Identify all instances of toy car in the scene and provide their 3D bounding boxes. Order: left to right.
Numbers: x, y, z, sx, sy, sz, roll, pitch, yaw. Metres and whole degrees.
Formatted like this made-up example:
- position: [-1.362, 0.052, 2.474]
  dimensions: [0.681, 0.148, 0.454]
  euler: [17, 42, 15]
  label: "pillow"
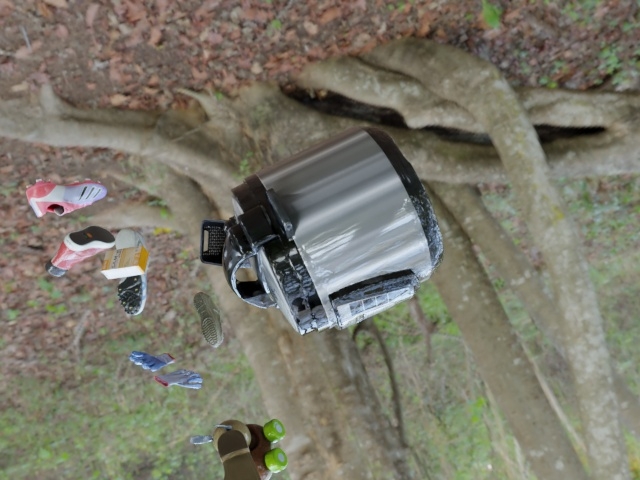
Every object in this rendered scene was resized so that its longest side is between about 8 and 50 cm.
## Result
- position: [-0.196, 0.471, 1.686]
  dimensions: [0.155, 0.148, 0.188]
  euler: [-34, 130, 24]
  label: "toy car"

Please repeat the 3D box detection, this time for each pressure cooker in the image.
- position: [-0.003, -0.004, 1.539]
  dimensions: [0.421, 0.369, 0.375]
  euler: [-25, -156, -8]
  label: "pressure cooker"

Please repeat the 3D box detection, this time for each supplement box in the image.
- position: [-0.463, 0.052, 1.752]
  dimensions: [0.099, 0.062, 0.036]
  euler: [-9, 141, 14]
  label: "supplement box"

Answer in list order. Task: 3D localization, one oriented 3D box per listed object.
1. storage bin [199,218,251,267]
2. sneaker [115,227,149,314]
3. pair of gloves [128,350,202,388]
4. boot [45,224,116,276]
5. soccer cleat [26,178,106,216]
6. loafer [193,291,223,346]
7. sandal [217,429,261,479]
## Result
- position: [-0.240, 0.007, 1.973]
  dimensions: [0.084, 0.122, 0.180]
  euler: [0, -176, -39]
  label: "storage bin"
- position: [-0.470, 0.079, 1.885]
  dimensions: [0.085, 0.237, 0.086]
  euler: [-22, 153, 23]
  label: "sneaker"
- position: [-0.406, 0.341, 1.959]
  dimensions: [0.159, 0.198, 0.023]
  euler: [7, 107, -63]
  label: "pair of gloves"
- position: [-0.795, 0.043, 2.433]
  dimensions: [0.176, 0.088, 0.244]
  euler: [-47, 170, 19]
  label: "boot"
- position: [-0.658, -0.108, 1.933]
  dimensions: [0.083, 0.095, 0.248]
  euler: [-22, 172, 27]
  label: "soccer cleat"
- position: [-0.274, 0.198, 1.867]
  dimensions: [0.056, 0.148, 0.050]
  euler: [-30, 160, 32]
  label: "loafer"
- position: [-0.154, 0.486, 1.454]
  dimensions: [0.088, 0.240, 0.079]
  euler: [-15, 123, -5]
  label: "sandal"
